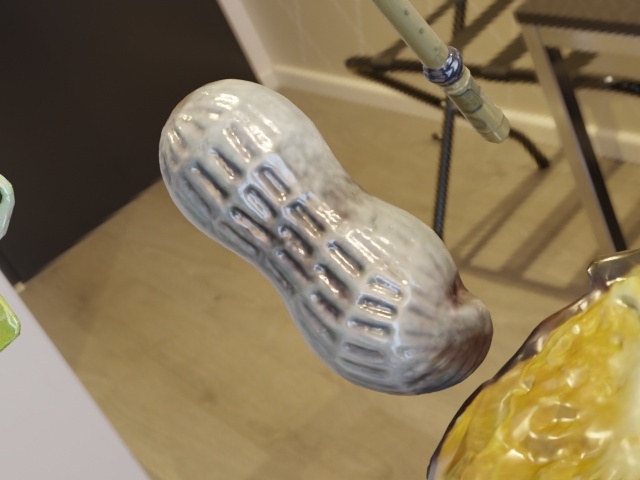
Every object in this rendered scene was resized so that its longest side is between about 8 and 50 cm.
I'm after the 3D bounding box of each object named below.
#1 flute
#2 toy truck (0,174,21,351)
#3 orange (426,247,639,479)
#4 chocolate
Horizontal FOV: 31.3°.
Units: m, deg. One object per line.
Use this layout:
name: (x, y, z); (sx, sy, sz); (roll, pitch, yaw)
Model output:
flute: (0.047, -0.120, 0.625); (0.027, 0.233, 0.027); (-20, 51, 27)
toy truck: (-0.197, -0.058, 0.365); (0.135, 0.259, 0.128); (-43, -2, 17)
orange: (0.226, 0.114, 0.590); (0.368, 0.210, 0.271); (-42, 12, 23)
chocolate: (0.000, 0.000, 0.478); (0.072, 0.167, 0.072); (-46, -4, -4)
